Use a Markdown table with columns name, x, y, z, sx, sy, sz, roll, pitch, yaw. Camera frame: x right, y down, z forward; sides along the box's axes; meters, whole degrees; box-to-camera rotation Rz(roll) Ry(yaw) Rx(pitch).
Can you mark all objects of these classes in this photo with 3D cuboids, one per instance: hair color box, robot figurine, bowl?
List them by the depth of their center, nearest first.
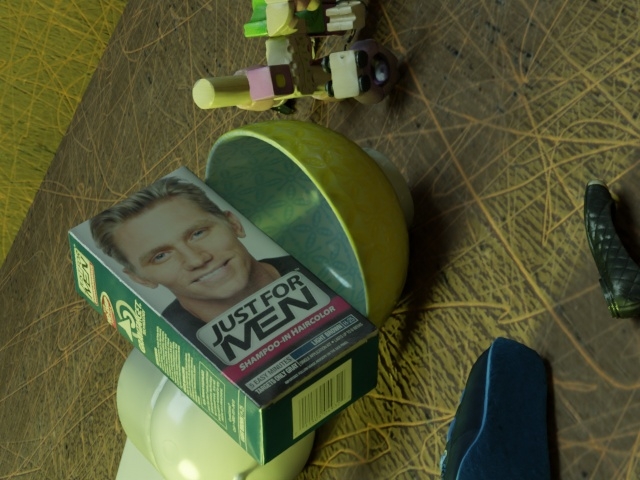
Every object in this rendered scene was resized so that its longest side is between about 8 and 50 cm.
| name | x | y | z | sx | sy | sz | roll | pitch | yaw |
| --- | --- | --- | --- | --- | --- | --- | --- | --- | --- |
| hair color box | -0.112 | 0.076 | 1.823 | 0.347 | 0.174 | 0.105 | 38 | 146 | 32 |
| bowl | 0.014 | -0.024 | 1.877 | 0.156 | 0.289 | 0.289 | -29 | 2 | -31 |
| robot figurine | -0.128 | 0.205 | 1.968 | 0.353 | 0.200 | 0.299 | -155 | 70 | -68 |

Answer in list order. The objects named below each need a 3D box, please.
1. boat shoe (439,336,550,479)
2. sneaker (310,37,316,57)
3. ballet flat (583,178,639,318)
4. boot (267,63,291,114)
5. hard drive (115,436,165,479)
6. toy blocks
| name | x | y | z | sx | sy | sz | roll | pitch | yaw |
| --- | --- | --- | --- | --- | --- | --- | --- | --- | --- |
| boat shoe | 0.159 | 0.209 | 1.474 | 0.089 | 0.109 | 0.258 | -55 | 8 | 45 |
| sneaker | -0.013 | -0.312 | 2.405 | 0.118 | 0.042 | 0.067 | -39 | 54 | 16 |
| ballet flat | 0.269 | 0.006 | 1.468 | 0.049 | 0.057 | 0.173 | -17 | 42 | 10 |
| boot | -0.057 | -0.244 | 2.444 | 0.099 | 0.045 | 0.121 | -61 | 24 | 0 |
| hard drive | -0.235 | 0.343 | 2.272 | 0.233 | 0.047 | 0.353 | -14 | 59 | 64 |
| toy blocks | 0.004 | -0.322 | 2.197 | 0.309 | 0.260 | 0.288 | -2 | 96 | 41 |
